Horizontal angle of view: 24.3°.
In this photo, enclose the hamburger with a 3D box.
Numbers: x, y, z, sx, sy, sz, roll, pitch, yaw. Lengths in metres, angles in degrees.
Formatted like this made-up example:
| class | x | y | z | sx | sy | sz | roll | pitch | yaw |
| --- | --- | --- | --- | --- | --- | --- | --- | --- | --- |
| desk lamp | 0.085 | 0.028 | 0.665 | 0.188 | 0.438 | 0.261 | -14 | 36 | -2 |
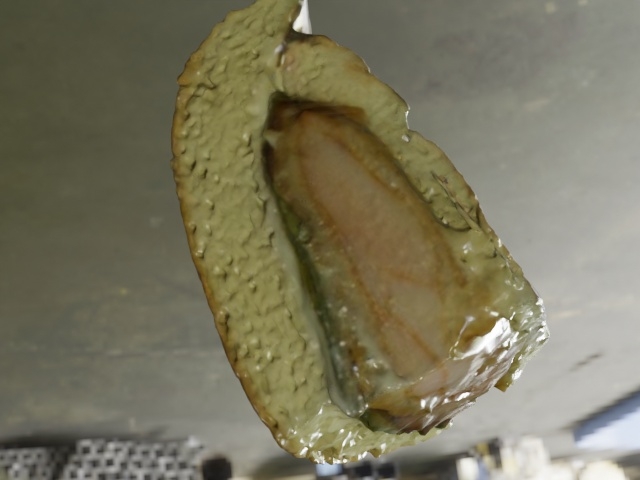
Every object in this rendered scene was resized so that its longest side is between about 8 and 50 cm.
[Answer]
| class | x | y | z | sx | sy | sz | roll | pitch | yaw |
| --- | --- | --- | --- | --- | --- | --- | --- | --- | --- |
| hamburger | 0.000 | 0.000 | 0.703 | 0.135 | 0.207 | 0.155 | -34 | 165 | -3 |
